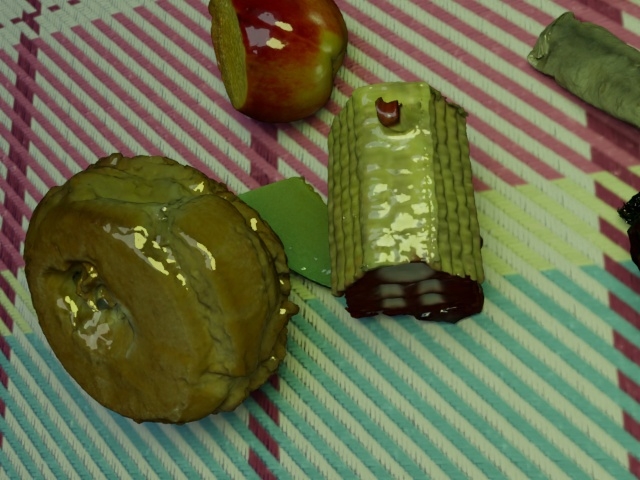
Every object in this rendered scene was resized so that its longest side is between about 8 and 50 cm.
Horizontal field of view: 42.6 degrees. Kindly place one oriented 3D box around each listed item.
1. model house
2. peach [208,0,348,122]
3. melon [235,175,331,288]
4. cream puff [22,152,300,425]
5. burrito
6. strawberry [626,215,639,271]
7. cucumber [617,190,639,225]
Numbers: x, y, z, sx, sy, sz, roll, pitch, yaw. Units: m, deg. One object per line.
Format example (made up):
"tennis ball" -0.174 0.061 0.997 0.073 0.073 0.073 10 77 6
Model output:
"model house" 0.083 -0.033 0.844 0.160 0.254 0.196 -5 72 11
"peach" -0.064 -0.244 1.033 0.192 0.190 0.190 14 81 10
"melon" 0.001 0.000 1.023 0.262 0.053 0.114 34 74 26
"cream puff" -0.173 0.043 0.956 0.343 0.231 0.327 -28 96 39
"burrito" 0.322 -0.169 0.857 0.082 0.059 0.275 -48 37 9
"strawberry" 0.411 0.033 0.685 0.238 0.250 0.288 -40 60 4
"cucumber" 0.393 -0.060 0.836 0.181 0.053 0.053 -25 66 19
